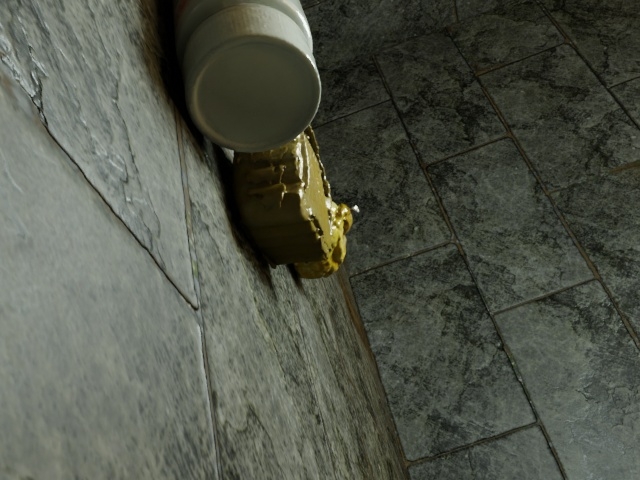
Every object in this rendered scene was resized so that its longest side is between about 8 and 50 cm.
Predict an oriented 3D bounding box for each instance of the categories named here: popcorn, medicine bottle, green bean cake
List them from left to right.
[{"bbox_3d":[-0.125,-0.324,1.052,0.211,0.211,0.371,65,7,-46],"label":"medicine bottle"},{"bbox_3d":[-0.063,-0.086,1.127,0.230,0.131,0.224,62,20,-61],"label":"green bean cake"},{"bbox_3d":[-0.019,-0.005,1.429,0.194,0.163,0.140,112,-8,-47],"label":"popcorn"}]
